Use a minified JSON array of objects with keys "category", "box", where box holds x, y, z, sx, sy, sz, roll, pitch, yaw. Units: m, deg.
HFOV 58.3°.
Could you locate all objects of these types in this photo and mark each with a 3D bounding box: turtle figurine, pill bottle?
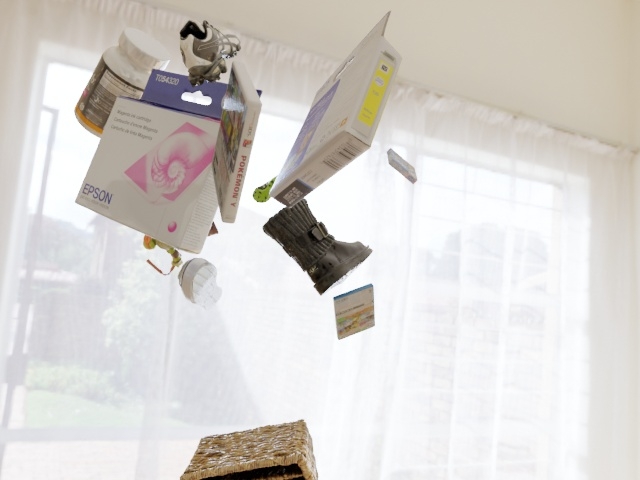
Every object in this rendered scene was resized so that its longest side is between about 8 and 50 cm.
[{"category":"turtle figurine","box":[-0.401,-0.031,1.567,0.217,0.269,0.087,-25,32,-11]},{"category":"pill bottle","box":[-0.527,-0.412,1.533,0.162,0.162,0.278,12,-52,-47]}]

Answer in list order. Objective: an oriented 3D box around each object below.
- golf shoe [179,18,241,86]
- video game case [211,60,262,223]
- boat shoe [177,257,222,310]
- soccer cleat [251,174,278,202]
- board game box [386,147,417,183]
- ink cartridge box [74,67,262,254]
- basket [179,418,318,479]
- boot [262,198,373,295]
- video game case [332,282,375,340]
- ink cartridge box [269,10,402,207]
[{"category":"golf shoe","box":[-0.193,-0.348,0.995,0.077,0.198,0.094,-15,-54,13]},{"category":"video game case","box":[-0.130,-0.152,0.860,0.023,0.183,0.201,7,29,-19]},{"category":"boat shoe","box":[-0.332,0.112,1.510,0.094,0.109,0.302,30,-20,9]},{"category":"soccer cleat","box":[-0.168,-0.176,1.939,0.072,0.060,0.179,-40,9,-40]},{"category":"board game box","box":[0.215,-0.198,1.518,0.090,0.020,0.090,37,25,-16]},{"category":"ink cartridge box","box":[-0.304,-0.176,1.112,0.324,0.330,0.071,19,-2,32]},{"category":"basket","box":[-0.158,0.586,1.371,0.299,0.213,0.223,-10,4,1]},{"category":"boot","box":[0.002,-0.003,1.646,0.131,0.260,0.348,-45,-8,21]},{"category":"video game case","box":[0.096,0.200,1.601,0.119,0.166,0.015,-19,41,-15]},{"category":"ink cartridge box","box":[0.036,-0.244,1.124,0.072,0.307,0.303,32,-30,-16]}]
